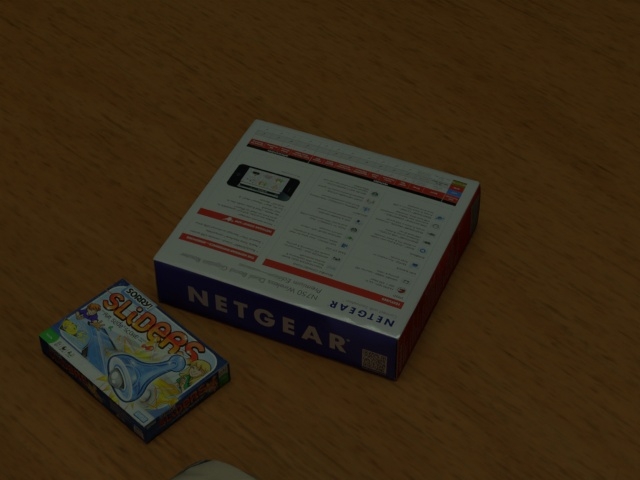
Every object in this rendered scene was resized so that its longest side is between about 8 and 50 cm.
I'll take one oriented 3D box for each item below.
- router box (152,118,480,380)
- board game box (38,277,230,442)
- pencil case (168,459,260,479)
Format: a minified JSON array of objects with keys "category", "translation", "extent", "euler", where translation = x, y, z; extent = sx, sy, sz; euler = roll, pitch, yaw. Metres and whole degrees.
[{"category":"router box","translation":[0.000,0.000,1.733],"extent":[0.335,0.082,0.301],"euler":[18,48,17]},{"category":"board game box","translation":[-0.226,0.142,1.624],"extent":[0.201,0.035,0.136],"euler":[34,54,29]},{"category":"pencil case","translation":[-0.173,0.389,1.293],"extent":[0.183,0.160,0.410],"euler":[33,53,16]}]
